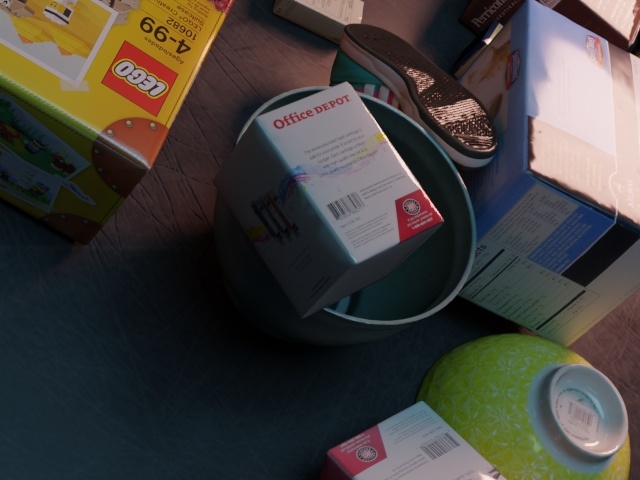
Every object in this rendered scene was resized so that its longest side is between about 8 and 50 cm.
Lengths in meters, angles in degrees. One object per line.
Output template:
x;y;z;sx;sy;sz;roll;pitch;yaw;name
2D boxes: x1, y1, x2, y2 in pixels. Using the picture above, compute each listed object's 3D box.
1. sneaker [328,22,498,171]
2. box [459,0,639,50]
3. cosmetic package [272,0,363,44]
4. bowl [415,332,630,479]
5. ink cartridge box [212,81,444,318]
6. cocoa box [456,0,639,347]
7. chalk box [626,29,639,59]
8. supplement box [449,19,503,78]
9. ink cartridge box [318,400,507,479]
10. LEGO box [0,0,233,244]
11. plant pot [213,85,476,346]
0.093;-0.126;1.605;0.124;0.178;0.295;-3;37;-33;sneaker
0.352;-0.353;1.904;0.203;0.168;0.167;37;51;-9;box
-0.002;-0.314;1.741;0.115;0.041;0.060;24;53;-19;cosmetic package
0.272;0.227;1.536;0.290;0.156;0.289;15;57;-26;bowl
0.004;-0.041;1.281;0.128;0.127;0.176;-25;76;-36;ink cartridge box
0.288;-0.089;1.645;0.228;0.231;0.347;25;44;-16;cocoa box
0.555;-0.315;1.970;0.179;0.180;0.289;30;44;-10;chalk box
0.247;-0.251;1.835;0.083;0.083;0.056;39;51;-7;supplement box
0.122;0.297;1.393;0.159;0.092;0.218;-21;50;-38;ink cartridge box
-0.370;-0.291;1.396;0.500;0.193;0.372;31;52;-14;LEGO box
0.000;0.000;1.461;0.293;0.196;0.293;13;58;-22;plant pot
